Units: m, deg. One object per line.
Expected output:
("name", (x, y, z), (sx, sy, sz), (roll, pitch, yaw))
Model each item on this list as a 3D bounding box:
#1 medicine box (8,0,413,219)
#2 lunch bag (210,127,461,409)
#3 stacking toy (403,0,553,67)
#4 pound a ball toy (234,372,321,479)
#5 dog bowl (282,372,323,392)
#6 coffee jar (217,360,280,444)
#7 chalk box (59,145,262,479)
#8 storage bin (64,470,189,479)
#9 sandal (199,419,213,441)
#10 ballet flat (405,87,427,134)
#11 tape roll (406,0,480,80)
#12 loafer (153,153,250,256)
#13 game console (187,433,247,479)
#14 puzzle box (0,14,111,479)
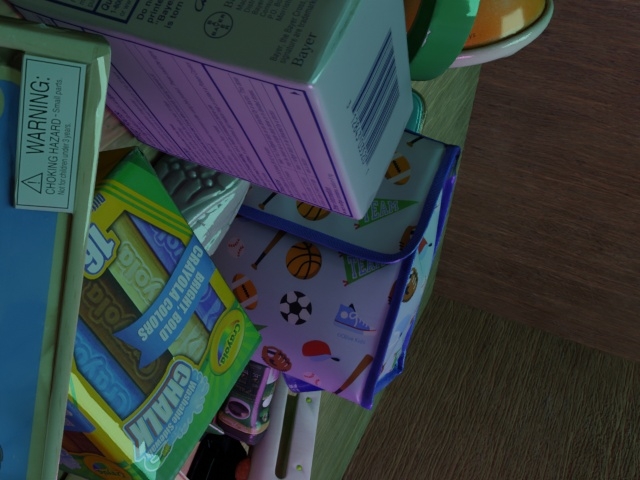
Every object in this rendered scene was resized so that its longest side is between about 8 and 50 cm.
("medicine box", (-0.079, -0.170, 0.650), (0.149, 0.289, 0.263), (-65, 162, -13))
("lunch bag", (0.000, 0.000, 1.031), (0.239, 0.328, 0.385), (-26, 134, -69))
("stacking toy", (0.248, -0.600, 1.316), (0.350, 0.351, 0.479), (-57, 143, -40))
("pound a ball toy", (-0.106, 0.439, 1.416), (0.208, 0.136, 0.319), (118, -13, -47))
("dog bowl", (-0.016, 0.151, 1.330), (0.265, 0.104, 0.264), (-9, 90, -83))
("coffee jar", (-0.132, 0.284, 1.307), (0.079, 0.096, 0.184), (-26, 133, -64))
("chalk box", (-0.189, 0.091, 0.608), (0.179, 0.180, 0.289), (-57, 133, -39))
("storage bin", (-0.283, 0.425, 0.933), (0.260, 0.123, 0.262), (81, 32, -57))
("sandal", (-0.205, 0.291, 1.199), (0.067, 0.040, 0.179), (-51, 169, -37))
("ballet flat", (0.104, -0.101, 1.235), (0.124, 0.116, 0.342), (-99, -160, -84))
("tape roll", (0.152, -0.426, 1.152), (0.321, 0.077, 0.321), (179, -90, -70))
("loafer", (-0.173, -0.017, 0.852), (0.319, 0.112, 0.111), (-54, 162, -27))
("game console", (-0.239, 0.548, 1.342), (0.213, 0.044, 0.361), (57, 52, -69))
("puzzle box", (-0.279, 0.067, 0.380), (0.052, 0.272, 0.408), (-133, -128, -60))
